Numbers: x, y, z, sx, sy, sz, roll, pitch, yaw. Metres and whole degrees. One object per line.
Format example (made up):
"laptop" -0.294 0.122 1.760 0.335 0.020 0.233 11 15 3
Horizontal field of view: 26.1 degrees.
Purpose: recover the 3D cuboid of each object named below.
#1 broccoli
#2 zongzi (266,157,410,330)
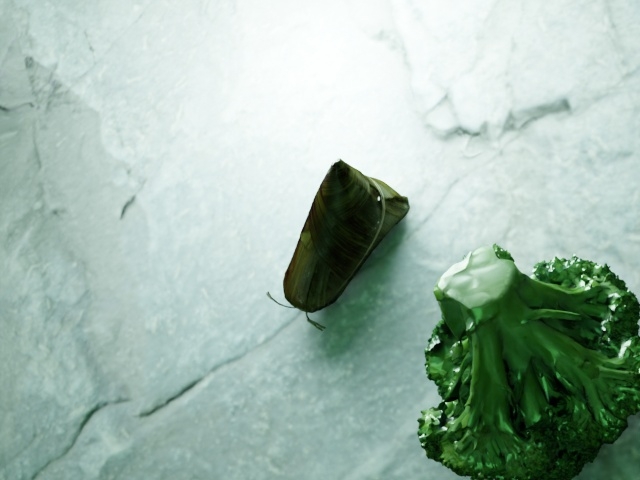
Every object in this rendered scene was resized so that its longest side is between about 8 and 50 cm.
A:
"broccoli" 0.201 0.121 1.403 0.269 0.241 0.261 -42 40 -20
"zongzi" 0.000 0.000 1.534 0.084 0.184 0.187 37 95 22
